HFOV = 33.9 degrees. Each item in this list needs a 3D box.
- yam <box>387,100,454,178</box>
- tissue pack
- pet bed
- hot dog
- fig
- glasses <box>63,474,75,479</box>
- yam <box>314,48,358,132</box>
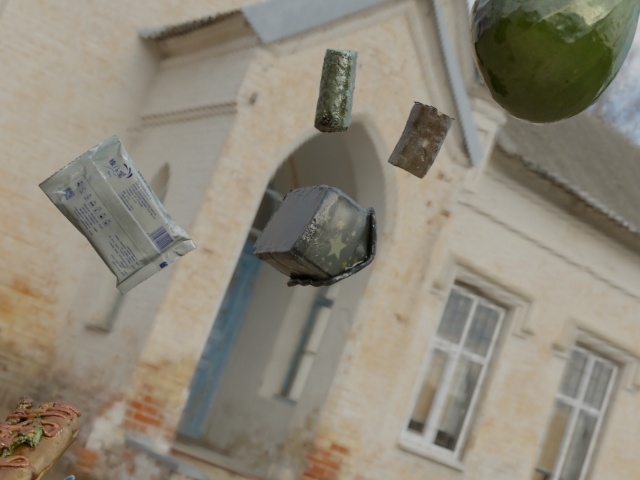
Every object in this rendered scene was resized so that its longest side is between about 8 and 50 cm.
[{"bbox_3d":[0.179,-0.179,1.889,0.084,0.127,0.084,26,0,0],"label":"yam"},{"bbox_3d":[-0.268,-0.033,1.400,0.193,0.122,0.026,57,-1,-22],"label":"tissue pack"},{"bbox_3d":[0.000,0.000,2.022,0.159,0.183,0.211,37,-19,-22],"label":"pet bed"},{"bbox_3d":[-0.602,0.420,2.048,0.158,0.349,0.117,-5,-65,24],"label":"hot dog"},{"bbox_3d":[0.425,-0.372,1.876,0.316,0.316,0.316,20,-11,4],"label":"fig"},{"bbox_3d":[-0.365,0.457,1.451,0.162,0.256,0.095,-11,-12,23],"label":"glasses"},{"bbox_3d":[0.034,-0.307,2.126,0.078,0.179,0.078,9,-4,1],"label":"yam"}]
